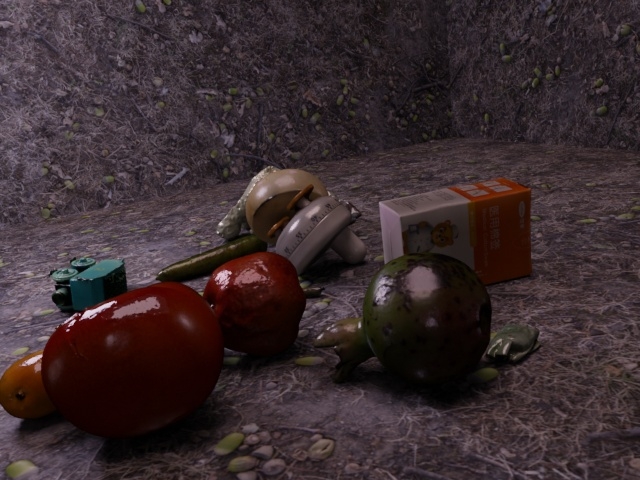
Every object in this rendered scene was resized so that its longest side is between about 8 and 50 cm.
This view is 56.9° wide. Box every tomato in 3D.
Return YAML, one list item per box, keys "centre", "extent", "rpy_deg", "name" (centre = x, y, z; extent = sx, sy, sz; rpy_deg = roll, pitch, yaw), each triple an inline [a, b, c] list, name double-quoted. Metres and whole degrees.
- centre: [-0.292, 0.196, 0.974]
  extent: [0.298, 0.226, 0.298]
  rpy_deg: [-26, 0, 0]
  name: "tomato"

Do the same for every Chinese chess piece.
- centre: [-0.094, -0.095, 1.718]
  extent: [0.250, 0.251, 0.097]
  rpy_deg: [-11, 51, -12]
  name: "Chinese chess piece"

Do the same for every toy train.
- centre: [-0.621, 0.117, 1.601]
  extent: [0.163, 0.112, 0.203]
  rpy_deg: [3, 19, 10]
  name: "toy train"

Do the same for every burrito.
- centre: [0.350, 0.188, 1.074]
  extent: [0.074, 0.044, 0.118]
  rpy_deg: [11, 20, 37]
  name: "burrito"

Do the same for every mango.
- centre: [-0.480, 0.242, 1.088]
  extent: [0.144, 0.112, 0.219]
  rpy_deg: [-28, 4, 37]
  name: "mango"

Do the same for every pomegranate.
- centre: [0.154, 0.149, 1.038]
  extent: [0.242, 0.242, 0.306]
  rpy_deg: [-25, -6, -47]
  name: "pomegranate"

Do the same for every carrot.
- centre: [-0.317, 0.055, 1.745]
  extent: [0.358, 0.074, 0.074]
  rpy_deg: [-19, 20, -31]
  name: "carrot"

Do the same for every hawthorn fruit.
- centre: [-0.161, 0.130, 1.170]
  extent: [0.243, 0.208, 0.207]
  rpy_deg: [-6, 14, -28]
  name: "hawthorn fruit"

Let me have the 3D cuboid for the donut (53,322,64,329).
- centre: [-0.383, 0.194, 1.240]
  extent: [0.295, 0.112, 0.151]
  rpy_deg: [-3, 11, 13]
  name: "donut"

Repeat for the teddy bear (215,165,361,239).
- centre: [-0.106, -0.060, 1.991]
  extent: [0.362, 0.375, 0.327]
  rpy_deg: [41, 30, 8]
  name: "teddy bear"

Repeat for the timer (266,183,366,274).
- centre: [0.000, 0.000, 1.601]
  extent: [0.233, 0.240, 0.233]
  rpy_deg: [-47, -5, -5]
  name: "timer"

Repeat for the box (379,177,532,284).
- centre: [0.329, -0.006, 1.415]
  extent: [0.341, 0.225, 0.143]
  rpy_deg: [-12, 19, -13]
  name: "box"

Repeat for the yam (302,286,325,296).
- centre: [-0.054, 0.129, 1.459]
  extent: [0.129, 0.027, 0.033]
  rpy_deg: [-5, -15, 12]
  name: "yam"
